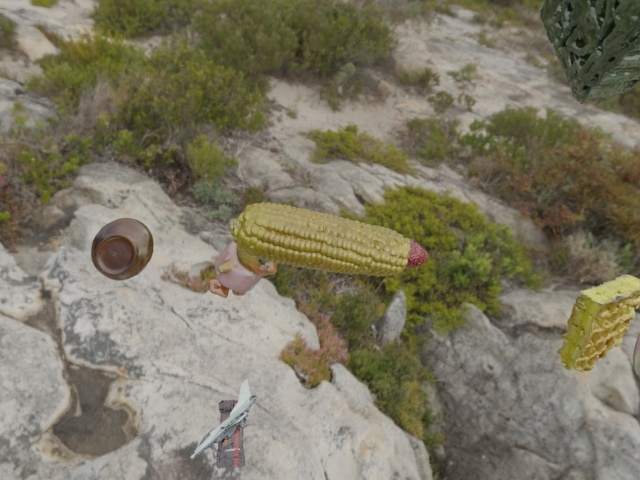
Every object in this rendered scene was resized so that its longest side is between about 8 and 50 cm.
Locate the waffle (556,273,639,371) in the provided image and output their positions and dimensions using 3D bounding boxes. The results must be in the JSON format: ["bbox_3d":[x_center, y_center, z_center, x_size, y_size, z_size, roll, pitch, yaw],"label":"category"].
[{"bbox_3d":[0.560,0.179,0.881,0.160,0.211,0.055,-13,33,-24],"label":"waffle"}]

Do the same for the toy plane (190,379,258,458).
[{"bbox_3d":[-0.240,0.494,1.165,0.082,0.160,0.234,38,69,-5],"label":"toy plane"}]

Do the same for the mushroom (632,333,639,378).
[{"bbox_3d":[0.435,0.149,0.549,0.083,0.084,0.067,-15,17,-37],"label":"mushroom"}]

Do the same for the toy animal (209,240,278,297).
[{"bbox_3d":[-0.211,0.054,1.328,0.195,0.281,0.169,3,61,-49],"label":"toy animal"}]

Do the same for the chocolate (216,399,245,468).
[{"bbox_3d":[-0.257,0.555,1.259,0.085,0.028,0.183,-1,63,-10],"label":"chocolate"}]

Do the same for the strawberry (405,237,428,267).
[{"bbox_3d":[0.243,0.037,1.168,0.096,0.083,0.083,6,36,-13],"label":"strawberry"}]

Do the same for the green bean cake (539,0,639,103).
[{"bbox_3d":[0.521,-0.414,0.772,0.131,0.241,0.255,-11,76,-5],"label":"green bean cake"}]

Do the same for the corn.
[{"bbox_3d":[0.000,0.000,0.867,0.362,0.121,0.120,8,35,-4],"label":"corn"}]

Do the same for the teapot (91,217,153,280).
[{"bbox_3d":[-0.351,0.017,0.776,0.098,0.129,0.078,36,13,-11],"label":"teapot"}]
